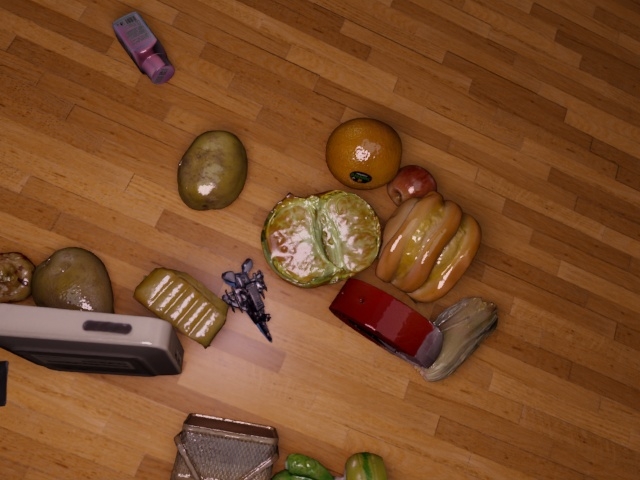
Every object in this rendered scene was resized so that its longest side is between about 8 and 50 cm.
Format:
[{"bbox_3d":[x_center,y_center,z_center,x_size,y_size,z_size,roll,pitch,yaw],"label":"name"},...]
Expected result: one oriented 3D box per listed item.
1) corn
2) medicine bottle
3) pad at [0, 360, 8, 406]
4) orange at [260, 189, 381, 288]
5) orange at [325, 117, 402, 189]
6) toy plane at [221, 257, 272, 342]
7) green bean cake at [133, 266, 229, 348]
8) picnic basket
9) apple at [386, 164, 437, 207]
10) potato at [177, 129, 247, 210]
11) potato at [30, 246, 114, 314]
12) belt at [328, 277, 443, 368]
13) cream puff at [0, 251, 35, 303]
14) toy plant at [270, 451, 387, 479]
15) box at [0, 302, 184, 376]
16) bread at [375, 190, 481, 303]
[{"bbox_3d":[0.399,0.289,1.285,0.305,0.123,0.122,-42,131,-15],"label":"corn"},{"bbox_3d":[-0.527,-0.570,1.304,0.094,0.119,0.188,-36,86,-13],"label":"medicine bottle"},{"bbox_3d":[-0.908,0.374,1.107,0.193,0.004,0.116,-1,79,-11],"label":"pad"},{"bbox_3d":[0.000,0.004,1.242,0.335,0.196,0.262,-18,68,-17],"label":"orange"},{"bbox_3d":[0.129,-0.260,1.301,0.237,0.236,0.236,2,78,-9],"label":"orange"},{"bbox_3d":[-0.189,0.182,1.227,0.169,0.078,0.246,-33,94,-50],"label":"toy plane"},{"bbox_3d":[-0.352,0.169,1.127,0.233,0.236,0.124,37,72,-3],"label":"green bean cake"},{"bbox_3d":[-0.239,0.544,1.104,0.267,0.165,0.139,12,76,-8],"label":"picnic basket"},{"bbox_3d":[0.284,-0.163,1.353,0.131,0.146,0.146,-33,86,-13],"label":"apple"},{"bbox_3d":[-0.312,-0.199,1.251,0.197,0.148,0.228,-1,80,-23],"label":"potato"},{"bbox_3d":[-0.631,0.138,1.122,0.174,0.159,0.251,-36,83,7],"label":"potato"},{"bbox_3d":[0.184,0.232,1.200,0.324,0.227,0.115,29,76,16],"label":"belt"},{"bbox_3d":[-0.818,0.102,1.136,0.149,0.084,0.148,2,82,-12],"label":"cream puff"},{"bbox_3d":[0.015,0.661,1.131,0.316,0.184,0.224,-6,98,0],"label":"toy plant"},{"bbox_3d":[-0.522,0.251,1.013,0.368,0.373,0.090,7,62,-7],"label":"box"},{"bbox_3d":[0.307,0.016,1.229,0.270,0.211,0.315,39,82,-29],"label":"bread"}]
